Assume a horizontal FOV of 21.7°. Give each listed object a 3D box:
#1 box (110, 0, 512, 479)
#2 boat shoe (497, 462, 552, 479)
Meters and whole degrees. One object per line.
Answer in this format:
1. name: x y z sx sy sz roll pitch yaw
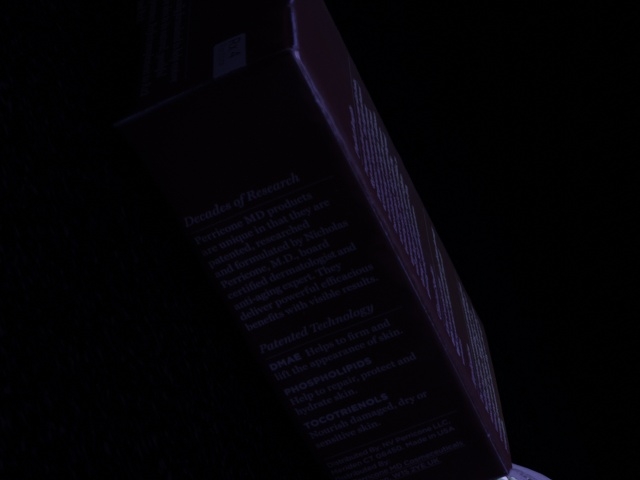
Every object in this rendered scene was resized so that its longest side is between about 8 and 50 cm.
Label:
1. box: 0.000 0.000 1.188 0.191 0.143 0.381 -94 160 -58
2. boat shoe: 0.137 0.231 1.379 0.277 0.098 0.096 38 17 -27
